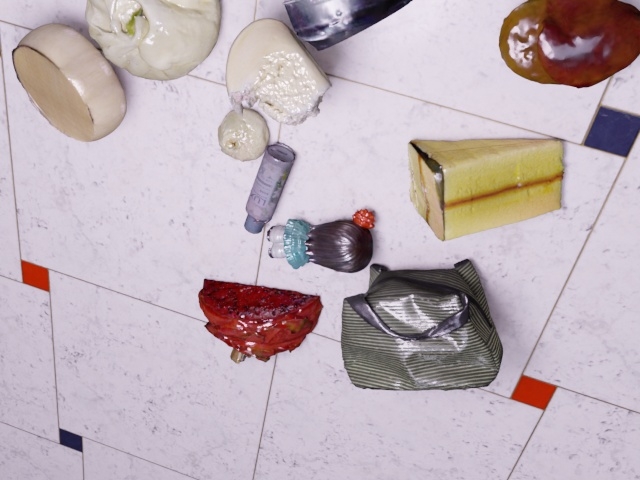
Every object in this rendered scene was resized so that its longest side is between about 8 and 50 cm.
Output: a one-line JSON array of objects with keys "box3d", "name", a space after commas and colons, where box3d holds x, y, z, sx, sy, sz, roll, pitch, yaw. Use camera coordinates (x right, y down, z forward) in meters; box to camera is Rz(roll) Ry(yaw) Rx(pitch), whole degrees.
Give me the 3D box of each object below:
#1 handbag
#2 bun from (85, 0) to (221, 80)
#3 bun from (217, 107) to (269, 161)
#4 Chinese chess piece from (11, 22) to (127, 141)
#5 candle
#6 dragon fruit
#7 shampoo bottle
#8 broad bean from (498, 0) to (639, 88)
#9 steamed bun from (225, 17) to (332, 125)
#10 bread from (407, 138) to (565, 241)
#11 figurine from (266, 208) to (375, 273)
[{"box3d": [0.210, 0.181, 1.491, 0.341, 0.247, 0.240, -3, 109, 24], "name": "handbag"}, {"box3d": [-0.327, -0.415, 1.333, 0.259, 0.160, 0.259, 9, 126, 12], "name": "bun"}, {"box3d": [-0.164, -0.216, 1.457, 0.115, 0.069, 0.115, 8, 123, 12], "name": "bun"}, {"box3d": [-0.514, -0.319, 1.436, 0.250, 0.103, 0.249, 31, 149, 22], "name": "Chinese chess piece"}, {"box3d": [0.007, -0.501, 1.127, 0.221, 0.221, 0.342, -14, 113, 26], "name": "candle"}, {"box3d": [-0.160, 0.229, 1.692, 0.317, 0.152, 0.205, 5, 124, 16], "name": "dragon fruit"}, {"box3d": [-0.117, -0.106, 1.512, 0.072, 0.072, 0.214, 26, 127, 2], "name": "shampoo bottle"}, {"box3d": [0.412, -0.332, 1.153, 0.229, 0.122, 0.156, 6, 125, 11], "name": "broad bean"}, {"box3d": [-0.080, -0.286, 1.291, 0.170, 0.225, 0.200, -43, 89, 7], "name": "steamed bun"}, {"box3d": [0.318, -0.123, 1.371, 0.264, 0.163, 0.167, -13, 120, -10], "name": "bread"}, {"box3d": [0.000, 0.000, 1.521, 0.246, 0.110, 0.137, 2, 104, 25], "name": "figurine"}]
